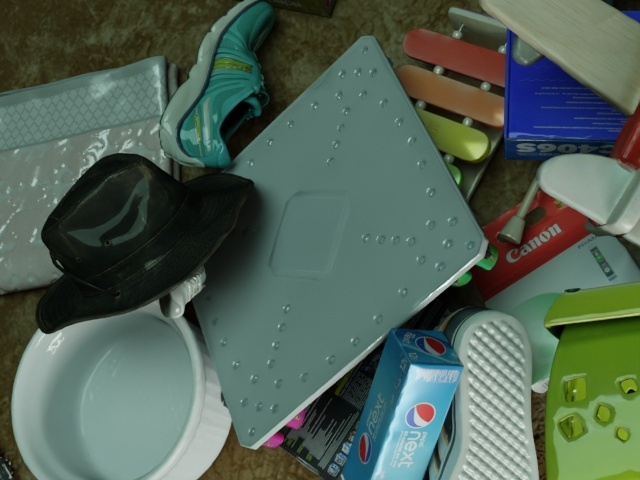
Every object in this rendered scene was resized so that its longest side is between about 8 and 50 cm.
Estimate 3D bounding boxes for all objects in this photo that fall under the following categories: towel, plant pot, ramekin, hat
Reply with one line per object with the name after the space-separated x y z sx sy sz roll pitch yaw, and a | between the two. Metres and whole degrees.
-0.353 -0.091 1.899 0.332 0.053 0.317 -9 70 22 | towel
0.347 0.152 1.383 0.227 0.228 0.207 -8 79 15 | plant pot
-0.247 0.206 1.707 0.277 0.135 0.277 -8 70 22 | ramekin
-0.249 -0.032 1.647 0.331 0.134 0.331 -29 21 12 | hat

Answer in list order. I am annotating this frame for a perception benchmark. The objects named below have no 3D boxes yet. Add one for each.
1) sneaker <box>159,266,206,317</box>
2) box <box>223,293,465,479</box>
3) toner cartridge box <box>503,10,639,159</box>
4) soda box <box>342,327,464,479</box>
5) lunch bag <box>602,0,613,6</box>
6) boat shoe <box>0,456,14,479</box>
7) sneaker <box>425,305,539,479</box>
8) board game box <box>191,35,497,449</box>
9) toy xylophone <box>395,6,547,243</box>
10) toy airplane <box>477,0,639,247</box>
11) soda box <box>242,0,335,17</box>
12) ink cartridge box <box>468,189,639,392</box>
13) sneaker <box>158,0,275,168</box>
-0.172 0.048 1.646 0.061 0.152 0.053 5 116 -10 | sneaker
0.038 0.152 1.640 0.216 0.060 0.270 31 88 29 | box
0.388 -0.176 1.527 0.348 0.075 0.165 2 75 8 | toner cartridge box
0.090 0.204 1.486 0.071 0.067 0.210 -118 40 -54 | soda box
0.249 -0.385 1.632 0.108 0.224 0.279 -32 60 -15 | lunch bag
-0.438 0.322 1.811 0.125 0.038 0.046 61 144 32 | boat shoe
0.178 0.234 1.522 0.126 0.127 0.321 4 93 -16 | sneaker
0.000 0.000 1.618 0.390 0.050 0.390 -42 46 20 | board game box
0.177 -0.127 1.645 0.236 0.081 0.322 16 80 33 | toy xylophone
0.385 -0.164 1.371 0.384 0.272 0.386 -14 105 12 | toy airplane
-0.064 -0.364 1.851 0.181 0.061 0.058 15 79 27 | soda box
0.277 0.042 1.573 0.181 0.056 0.224 -34 65 11 | ink cartridge box
-0.117 -0.208 1.792 0.110 0.107 0.275 17 65 14 | sneaker
